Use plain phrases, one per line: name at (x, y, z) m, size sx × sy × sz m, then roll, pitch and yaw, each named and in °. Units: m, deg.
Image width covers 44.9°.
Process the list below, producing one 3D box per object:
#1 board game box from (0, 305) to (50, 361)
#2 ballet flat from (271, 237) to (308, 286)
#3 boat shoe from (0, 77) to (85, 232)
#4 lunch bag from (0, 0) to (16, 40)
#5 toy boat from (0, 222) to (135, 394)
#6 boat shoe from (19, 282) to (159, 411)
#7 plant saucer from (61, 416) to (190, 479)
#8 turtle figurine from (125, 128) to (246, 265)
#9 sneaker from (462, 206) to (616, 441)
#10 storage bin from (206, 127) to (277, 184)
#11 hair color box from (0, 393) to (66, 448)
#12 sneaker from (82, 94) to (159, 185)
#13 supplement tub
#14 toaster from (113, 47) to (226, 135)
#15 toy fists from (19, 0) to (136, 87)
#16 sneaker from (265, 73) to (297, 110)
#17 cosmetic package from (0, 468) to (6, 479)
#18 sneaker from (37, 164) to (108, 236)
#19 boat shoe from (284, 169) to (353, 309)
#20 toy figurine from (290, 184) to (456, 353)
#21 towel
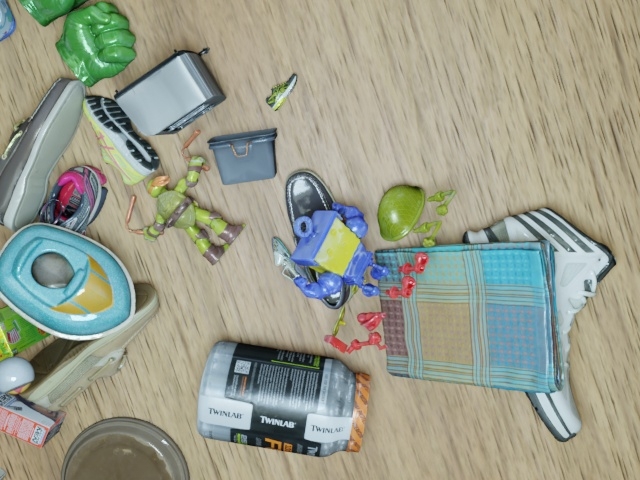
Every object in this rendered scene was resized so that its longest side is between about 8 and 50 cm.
board game box at (-0.601, 0.171, 1.526) m, size 0.043 × 0.181 × 0.092 m, roll -21°, pitch 95°, yaw 5°
ballet flat at (-0.069, 0.047, 1.553) m, size 0.041 × 0.041 × 0.114 m, roll -38°, pitch 94°, yaw 6°
boat shoe at (-0.566, -0.180, 1.522) m, size 0.097 × 0.116 × 0.324 m, roll 26°, pitch 94°, yaw 10°
lunch bag at (-0.723, -0.437, 1.512) m, size 0.219 × 0.090 × 0.176 m, roll -29°, pitch 93°, yaw 6°
toy boat at (-0.487, 0.133, 1.403) m, size 0.267 × 0.148 × 0.318 m, roll 27°, pitch 70°, yaw -10°
boat shoe at (-0.450, 0.216, 1.570) m, size 0.341 × 0.121 × 0.110 m, roll -37°, pitch 128°, yaw 6°
plant saucer at (-0.413, 0.509, 1.620) m, size 0.278 × 0.041 × 0.278 m, roll 0°, pitch 95°, yaw 4°
turtle figurine at (-0.256, -0.064, 1.512) m, size 0.217 × 0.087 × 0.269 m, roll 38°, pitch 110°, yaw -5°
sneaker at (0.468, 0.147, 1.474) m, size 0.257 × 0.169 × 0.447 m, roll -22°, pitch 92°, yaw 7°
storage bin at (-0.145, -0.161, 1.516) m, size 0.135 × 0.098 × 0.091 m, roll -9°, pitch 106°, yaw 4°
hair color box at (-0.623, 0.357, 1.593) m, size 0.167 × 0.093 × 0.053 m, roll 25°, pitch 97°, yaw -1°
sneaker at (-0.411, -0.195, 1.531) m, size 0.094 × 0.081 × 0.208 m, roll -43°, pitch 78°, yaw 35°
supplement tub at (-0.069, 0.311, 1.509) m, size 0.316 × 0.193 × 0.193 m, roll 9°, pitch 97°, yaw 3°
toaster at (-0.275, -0.279, 1.470) m, size 0.186 × 0.168 × 0.110 m, roll -33°, pitch 96°, yaw 7°
toy fists at (-0.472, -0.440, 1.497) m, size 0.142 × 0.096 × 0.279 m, roll -37°, pitch 92°, yaw 5°
sneaker at (-0.077, -0.296, 1.523) m, size 0.035 × 0.031 × 0.083 m, roll 36°, pitch 97°, yaw -1°
cosmetic package at (-0.815, 0.591, 1.619) m, size 0.160 × 0.113 × 0.309 m, roll 32°, pitch 98°, yaw -1°
sneaker at (-0.525, -0.010, 1.538) m, size 0.121 × 0.112 × 0.299 m, roll 19°, pitch 98°, yaw 1°
boat shoe at (0.000, 0.000, 1.520) m, size 0.103 × 0.092 × 0.285 m, roll -14°, pitch 96°, yaw 2°
toy figurine at (0.059, -0.001, 1.399) m, size 0.217 × 0.191 × 0.362 m, roll 35°, pitch 73°, yaw -24°
towel at (0.264, 0.140, 1.444) m, size 0.370 × 0.040 × 0.271 m, roll -3°, pitch 96°, yaw 41°
